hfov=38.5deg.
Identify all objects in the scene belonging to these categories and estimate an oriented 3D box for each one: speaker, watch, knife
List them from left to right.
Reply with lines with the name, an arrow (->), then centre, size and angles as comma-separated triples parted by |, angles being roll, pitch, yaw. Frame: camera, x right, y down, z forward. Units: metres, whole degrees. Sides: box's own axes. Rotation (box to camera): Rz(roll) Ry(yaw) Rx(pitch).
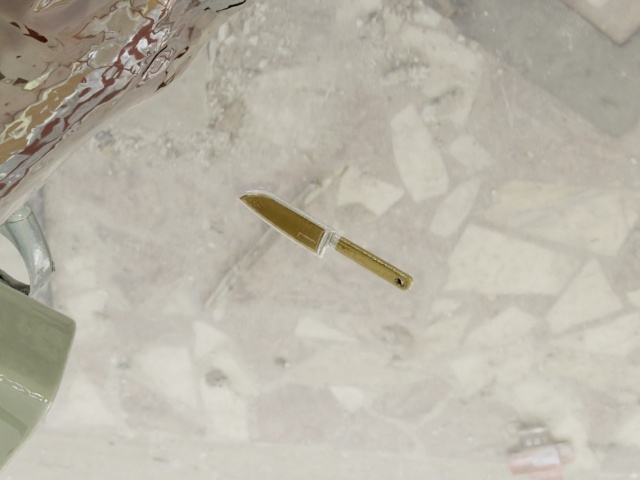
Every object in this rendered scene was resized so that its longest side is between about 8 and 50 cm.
speaker -> -0.437, 0.202, 0.923 | 0.184, 0.183, 0.406 | 35, 111, -21
watch -> -0.473, -0.003, 1.294 | 0.206, 0.068, 0.193 | 27, 131, 13
knife -> 0.000, 0.000, 1.137 | 0.256, 0.022, 0.046 | 30, 126, 15

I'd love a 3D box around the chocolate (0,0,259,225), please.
chocolate -> -0.274, -0.161, 0.542 | 0.331, 0.383, 0.384 | -45, 116, 4
